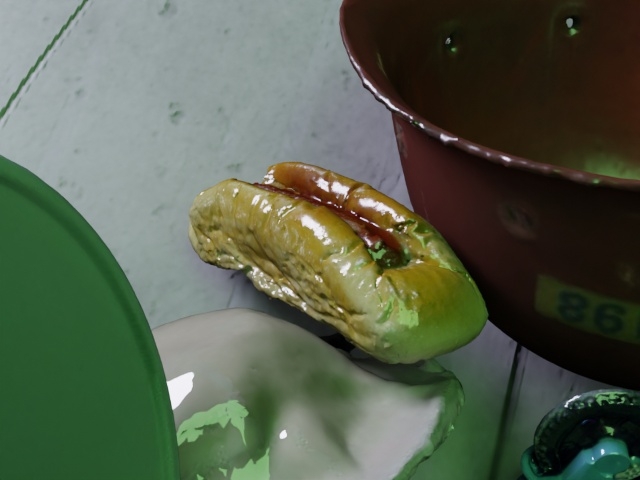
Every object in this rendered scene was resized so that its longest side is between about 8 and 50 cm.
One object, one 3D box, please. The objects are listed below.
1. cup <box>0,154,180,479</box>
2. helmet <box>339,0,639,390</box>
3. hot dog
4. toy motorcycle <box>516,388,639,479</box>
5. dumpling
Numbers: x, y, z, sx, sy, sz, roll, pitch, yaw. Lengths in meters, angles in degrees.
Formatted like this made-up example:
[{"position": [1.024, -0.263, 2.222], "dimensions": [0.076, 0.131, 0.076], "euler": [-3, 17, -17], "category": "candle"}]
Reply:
[{"position": [-0.271, 0.137, 0.434], "dimensions": [0.392, 0.401, 0.310], "euler": [-6, 53, 25], "category": "cup"}, {"position": [0.200, -0.029, 0.661], "dimensions": [0.385, 0.230, 0.337], "euler": [7, 36, 10], "category": "helmet"}, {"position": [0.000, 0.000, 0.631], "dimensions": [0.084, 0.073, 0.242], "euler": [-19, 27, -31], "category": "hot dog"}, {"position": [0.228, 0.180, 0.625], "dimensions": [0.272, 0.182, 0.123], "euler": [19, 36, -14], "category": "toy motorcycle"}, {"position": [-0.054, 0.110, 0.576], "dimensions": [0.293, 0.204, 0.163], "euler": [-20, 73, -14], "category": "dumpling"}]
